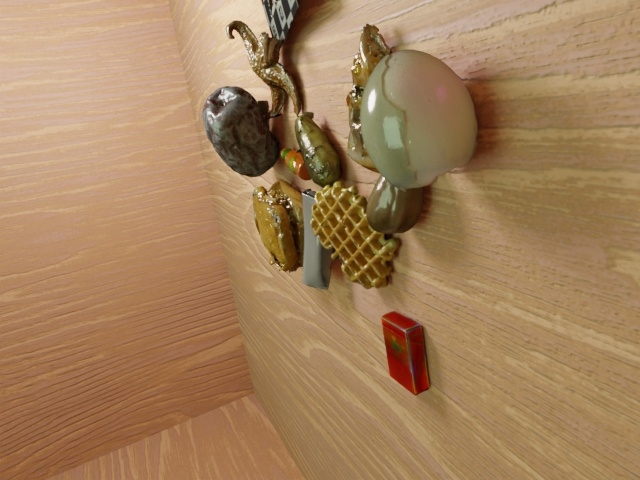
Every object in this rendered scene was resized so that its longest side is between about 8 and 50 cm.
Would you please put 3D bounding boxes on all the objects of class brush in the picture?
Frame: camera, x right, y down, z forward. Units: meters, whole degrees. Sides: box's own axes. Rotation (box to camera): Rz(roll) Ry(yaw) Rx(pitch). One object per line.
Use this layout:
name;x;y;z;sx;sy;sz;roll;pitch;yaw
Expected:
brush;-0.224;-0.412;1.570;0.247;0.043;0.036;98;154;-43

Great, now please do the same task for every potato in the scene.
potato;-0.012;-0.244;1.138;0.225;0.090;0.117;66;156;15

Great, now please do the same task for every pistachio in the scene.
pistachio;0.155;-0.090;0.852;0.126;0.108;0.185;-87;9;-52

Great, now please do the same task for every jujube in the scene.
jujube;-0.274;-0.366;1.444;0.226;0.226;0.317;52;175;42

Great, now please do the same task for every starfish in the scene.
starfish;-0.168;-0.515;1.281;0.312;0.113;0.303;48;164;43

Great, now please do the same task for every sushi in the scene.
sushi;-0.113;-0.722;1.082;0.343;0.064;0.359;-157;49;-75

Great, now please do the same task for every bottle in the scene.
bottle;-0.077;-0.249;1.311;0.187;0.069;0.069;45;144;51

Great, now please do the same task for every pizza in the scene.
pizza;0.109;-0.280;0.867;0.189;0.071;0.296;50;146;45

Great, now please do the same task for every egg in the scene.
egg;0.151;-0.200;0.677;0.217;0.183;0.183;65;157;-5

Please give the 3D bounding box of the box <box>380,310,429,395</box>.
box;0.208;0.274;1.028;0.112;0.048;0.175;22;125;64

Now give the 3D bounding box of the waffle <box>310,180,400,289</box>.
waffle;0.075;-0.008;1.072;0.309;0.065;0.283;22;128;51

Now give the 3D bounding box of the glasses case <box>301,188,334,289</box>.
glasses case;0.001;0.001;1.272;0.128;0.083;0.308;27;124;44

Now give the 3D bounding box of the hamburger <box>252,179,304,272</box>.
hamburger;-0.130;-0.054;1.439;0.318;0.158;0.318;45;144;47
